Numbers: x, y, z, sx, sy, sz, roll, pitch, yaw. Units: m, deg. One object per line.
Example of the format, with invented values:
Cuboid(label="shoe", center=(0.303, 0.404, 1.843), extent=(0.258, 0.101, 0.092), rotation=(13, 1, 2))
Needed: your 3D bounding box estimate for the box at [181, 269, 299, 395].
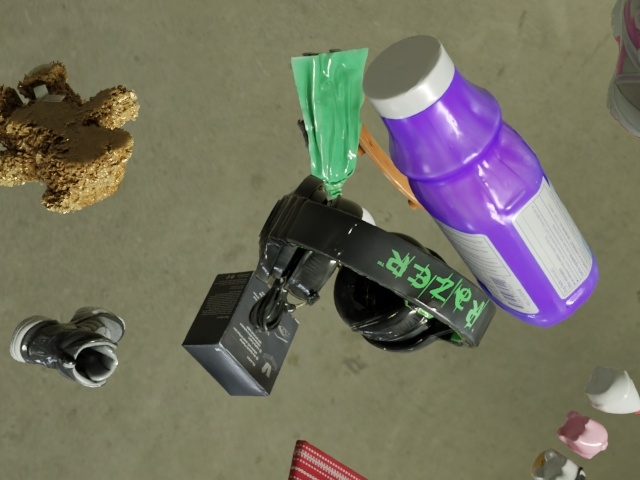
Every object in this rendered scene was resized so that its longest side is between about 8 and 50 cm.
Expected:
Cuboid(label="box", center=(-0.134, 0.161, 1.567), extent=(0.093, 0.158, 0.156), rotation=(-7, 135, 35))

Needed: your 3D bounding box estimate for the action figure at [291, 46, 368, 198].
Cuboid(label="action figure", center=(0.014, -0.175, 1.408), extent=(0.137, 0.063, 0.232), rotation=(-12, 110, -26))

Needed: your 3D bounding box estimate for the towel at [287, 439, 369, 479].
Cuboid(label="towel", center=(0.018, 0.441, 1.307), extent=(0.199, 0.275, 0.031), rotation=(36, 126, -19))

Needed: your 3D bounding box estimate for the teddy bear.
Cuboid(label="teddy bear", center=(-0.397, -0.157, 1.383), extent=(0.245, 0.338, 0.113), rotation=(-48, 148, -32))

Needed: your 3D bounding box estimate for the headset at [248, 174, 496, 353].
Cuboid(label="headset", center=(0.022, 0.053, 1.018), extent=(0.243, 0.394, 0.185), rotation=(32, 83, -21))

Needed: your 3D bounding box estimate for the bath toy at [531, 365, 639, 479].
Cuboid(label="bath toy", center=(0.533, 0.417, 1.852), extent=(0.129, 0.151, 0.348), rotation=(36, 86, -19))

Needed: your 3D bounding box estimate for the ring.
Cuboid(label="ring", center=(0.126, -0.173, 1.646), extent=(0.032, 0.336, 0.336), rotation=(-38, 125, 23))

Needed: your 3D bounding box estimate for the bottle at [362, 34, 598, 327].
Cuboid(label="bottle", center=(0.130, -0.043, 0.741), extent=(0.092, 0.118, 0.283), rotation=(-44, 128, -3))

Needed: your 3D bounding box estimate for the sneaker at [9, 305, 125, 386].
Cuboid(label="sneaker", center=(-0.399, 0.189, 1.589), extent=(0.268, 0.153, 0.101), rotation=(1, 109, -64))

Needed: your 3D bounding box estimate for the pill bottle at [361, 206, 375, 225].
Cuboid(label="pill bottle", center=(0.000, 0.000, 1.591), extent=(0.184, 0.103, 0.103), rotation=(-9, 134, 37))

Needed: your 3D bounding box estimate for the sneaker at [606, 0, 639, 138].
Cuboid(label="sneaker", center=(0.390, -0.223, 1.042), extent=(0.103, 0.252, 0.111), rotation=(4, 151, -1))
